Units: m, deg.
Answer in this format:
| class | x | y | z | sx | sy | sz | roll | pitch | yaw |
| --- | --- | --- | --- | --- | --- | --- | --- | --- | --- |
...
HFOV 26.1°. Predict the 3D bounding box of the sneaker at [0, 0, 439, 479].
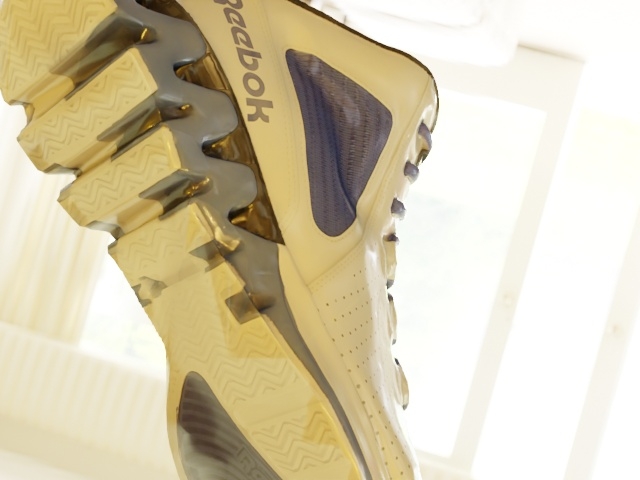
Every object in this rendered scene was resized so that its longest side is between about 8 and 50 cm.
| class | x | y | z | sx | sy | sz | roll | pitch | yaw |
| --- | --- | --- | --- | --- | --- | --- | --- | --- | --- |
| sneaker | -0.001 | -0.001 | 0.645 | 0.182 | 0.315 | 0.127 | -28 | -174 | -41 |
